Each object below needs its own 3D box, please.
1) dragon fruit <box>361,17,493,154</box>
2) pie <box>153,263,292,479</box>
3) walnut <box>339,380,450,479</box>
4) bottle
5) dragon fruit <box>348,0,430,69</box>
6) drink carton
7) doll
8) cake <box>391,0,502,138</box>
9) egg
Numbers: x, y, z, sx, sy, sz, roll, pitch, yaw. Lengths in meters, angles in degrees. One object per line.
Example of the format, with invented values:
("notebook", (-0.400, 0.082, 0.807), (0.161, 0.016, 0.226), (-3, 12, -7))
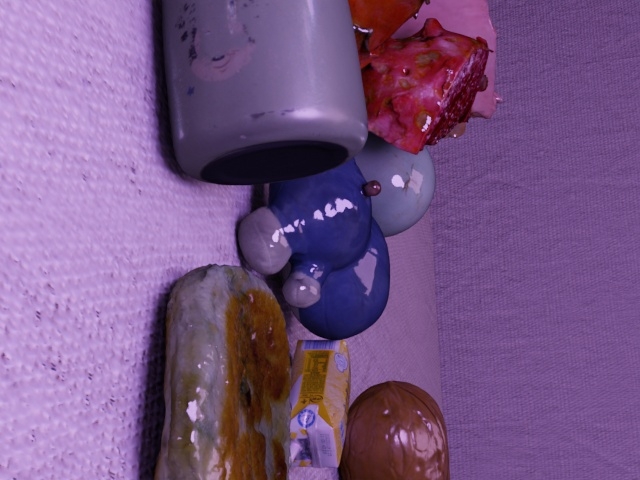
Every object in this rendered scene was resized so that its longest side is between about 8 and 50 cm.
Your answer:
("dragon fruit", (0.093, -0.213, 1.163), (0.262, 0.211, 0.134), (-44, 151, -66))
("pie", (-0.074, 0.160, 0.784), (0.302, 0.067, 0.302), (-7, 90, -78))
("walnut", (0.106, 0.302, 1.351), (0.167, 0.167, 0.207), (-24, 109, -78))
("bottle", (-0.059, -0.230, 0.819), (0.168, 0.168, 0.347), (33, 50, -75))
("dragon fruit", (0.010, -0.339, 1.044), (0.250, 0.250, 0.315), (-68, 148, -66))
("drink carton", (-0.008, 0.200, 1.064), (0.200, 0.074, 0.084), (-81, 169, -53))
("doll", (0.000, 0.000, 1.077), (0.258, 0.154, 0.228), (79, 7, -53))
("cake", (0.109, -0.332, 1.375), (0.314, 0.293, 0.307), (-92, 172, -48))
("egg", (0.060, -0.087, 1.243), (0.231, 0.168, 0.168), (-143, -141, -61))
